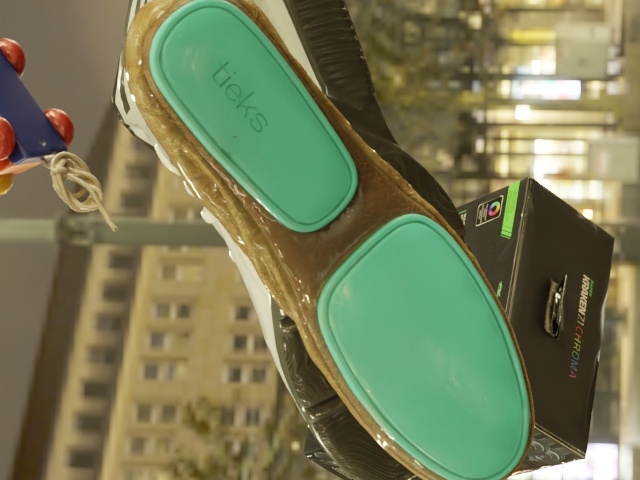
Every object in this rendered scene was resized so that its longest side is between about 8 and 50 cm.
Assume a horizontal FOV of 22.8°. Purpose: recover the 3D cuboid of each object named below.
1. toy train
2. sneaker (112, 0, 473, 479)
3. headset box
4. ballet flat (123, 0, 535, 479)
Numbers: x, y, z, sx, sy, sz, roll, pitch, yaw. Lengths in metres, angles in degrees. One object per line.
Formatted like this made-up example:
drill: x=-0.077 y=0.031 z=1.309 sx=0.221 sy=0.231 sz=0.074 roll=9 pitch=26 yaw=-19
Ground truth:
toy train: x=-0.304 y=-0.066 z=1.500 sx=0.248 sy=0.143 sz=0.105 roll=54 pitch=-150 yaw=12
sneaker: x=-0.026 y=-0.033 z=1.267 sx=0.257 sy=0.169 sz=0.448 roll=18 pitch=130 yaw=67
headset box: x=0.142 y=0.102 z=1.544 sx=0.131 sy=0.283 sz=0.246 roll=33 pitch=-125 yaw=-29
ballet flat: x=0.000 y=0.000 z=0.936 sx=0.342 sy=0.116 sz=0.124 roll=50 pitch=169 yaw=-12
